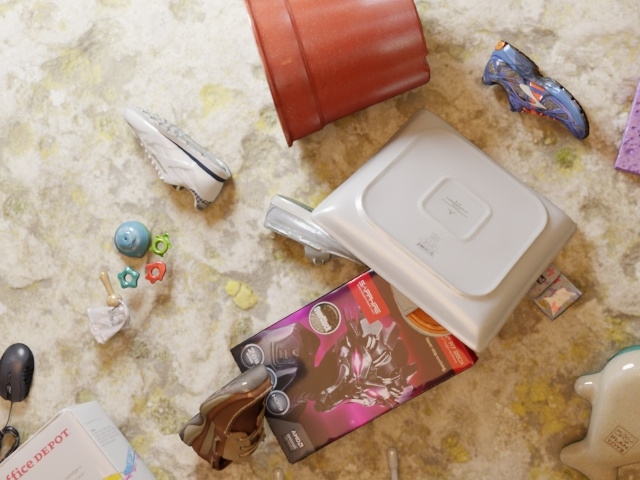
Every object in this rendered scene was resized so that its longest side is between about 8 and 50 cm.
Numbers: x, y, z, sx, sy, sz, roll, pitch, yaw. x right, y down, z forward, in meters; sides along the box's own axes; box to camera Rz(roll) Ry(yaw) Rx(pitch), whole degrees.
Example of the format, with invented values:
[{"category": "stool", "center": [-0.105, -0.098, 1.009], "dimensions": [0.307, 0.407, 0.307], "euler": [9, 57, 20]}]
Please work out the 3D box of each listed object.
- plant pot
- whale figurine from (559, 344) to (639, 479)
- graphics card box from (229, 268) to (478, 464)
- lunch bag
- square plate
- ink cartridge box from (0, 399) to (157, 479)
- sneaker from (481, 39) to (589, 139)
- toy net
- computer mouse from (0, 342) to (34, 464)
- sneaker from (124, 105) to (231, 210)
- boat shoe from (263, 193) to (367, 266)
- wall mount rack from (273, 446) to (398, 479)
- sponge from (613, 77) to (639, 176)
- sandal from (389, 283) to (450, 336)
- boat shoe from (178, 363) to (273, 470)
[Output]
[{"category": "plant pot", "center": [0.032, -0.323, 1.653], "dimensions": [0.265, 0.272, 0.272], "euler": [-17, 85, 1]}, {"category": "whale figurine", "center": [0.514, 0.289, 1.617], "dimensions": [0.216, 0.141, 0.272], "euler": [35, 119, 10]}, {"category": "graphics card box", "center": [0.057, 0.199, 1.703], "dimensions": [0.371, 0.094, 0.232], "euler": [-29, 83, 9]}, {"category": "lunch bag", "center": [0.391, 0.085, 1.668], "dimensions": [0.071, 0.053, 0.083], "euler": [-41, 73, 5]}, {"category": "square plate", "center": [0.216, -0.039, 1.603], "dimensions": [0.347, 0.049, 0.344], "euler": [39, 55, 10]}, {"category": "ink cartridge box", "center": [-0.415, 0.475, 1.758], "dimensions": [0.226, 0.131, 0.306], "euler": [-40, 81, 7]}, {"category": "sneaker", "center": [0.369, -0.244, 1.678], "dimensions": [0.221, 0.083, 0.087], "euler": [44, 109, 14]}, {"category": "toy net", "center": [-0.351, 0.084, 1.806], "dimensions": [0.122, 0.045, 0.232], "euler": [19, 93, 8]}, {"category": "computer mouse", "center": [-0.589, 0.311, 1.840], "dimensions": [0.071, 0.041, 0.242], "euler": [11, 91, 9]}, {"category": "sneaker", "center": [-0.276, -0.156, 1.781], "dimensions": [0.235, 0.090, 0.095], "euler": [40, 104, 10]}, {"category": "boat shoe", "center": [-0.001, 0.000, 1.730], "dimensions": [0.227, 0.079, 0.081], "euler": [30, 102, 19]}, {"category": "wall mount rack", "center": [0.054, 0.528, 1.652], "dimensions": [0.350, 0.130, 0.304], "euler": [-8, 52, -8]}, {"category": "sponge", "center": [0.581, -0.207, 1.654], "dimensions": [0.117, 0.031, 0.210], "euler": [16, 91, 10]}, {"category": "sandal", "center": [0.147, 0.038, 1.610], "dimensions": [0.102, 0.076, 0.265], "euler": [-27, 83, 2]}, {"category": "boat shoe", "center": [-0.138, 0.304, 1.648], "dimensions": [0.123, 0.324, 0.116], "euler": [-34, 80, -31]}]
